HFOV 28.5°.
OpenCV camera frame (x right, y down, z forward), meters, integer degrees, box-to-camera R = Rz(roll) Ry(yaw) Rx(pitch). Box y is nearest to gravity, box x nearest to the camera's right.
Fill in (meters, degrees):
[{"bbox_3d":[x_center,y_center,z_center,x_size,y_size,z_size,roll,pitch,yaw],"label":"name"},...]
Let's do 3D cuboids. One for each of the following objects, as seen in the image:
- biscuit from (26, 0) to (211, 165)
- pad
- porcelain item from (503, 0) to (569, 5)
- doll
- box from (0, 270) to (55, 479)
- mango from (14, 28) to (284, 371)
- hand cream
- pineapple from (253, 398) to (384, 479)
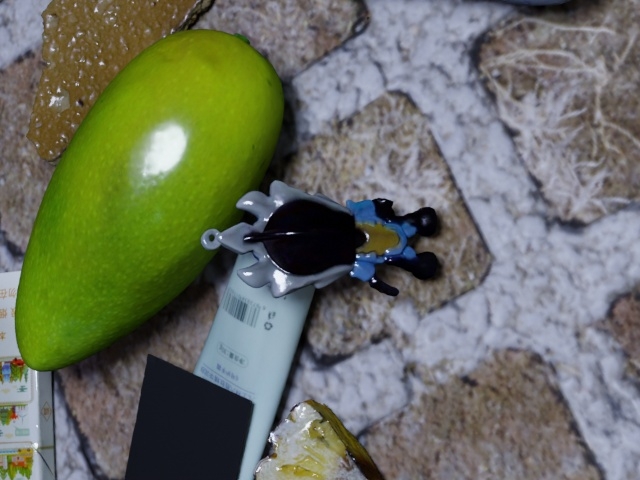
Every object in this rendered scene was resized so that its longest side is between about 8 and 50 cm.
[{"bbox_3d":[-0.213,-0.194,1.215,0.237,0.026,0.131,-45,67,16],"label":"biscuit"},{"bbox_3d":[-0.125,0.209,1.118,0.127,0.004,0.190,20,103,35],"label":"pad"},{"bbox_3d":[0.130,-0.253,1.006,0.259,0.141,0.141,-1,85,33],"label":"porcelain item"},{"bbox_3d":[0.000,0.000,1.029,0.195,0.070,0.096,1,81,-14],"label":"doll"},{"bbox_3d":[-0.316,0.143,1.226,0.122,0.032,0.220,-6,83,24],"label":"box"},{"bbox_3d":[-0.158,-0.027,1.089,0.156,0.192,0.343,30,103,-17],"label":"mango"},{"bbox_3d":[-0.083,0.146,1.107,0.109,0.067,0.321,26,100,32],"label":"hand cream"},{"bbox_3d":[0.016,0.255,1.041,0.135,0.079,0.233,-45,63,6],"label":"pineapple"}]
